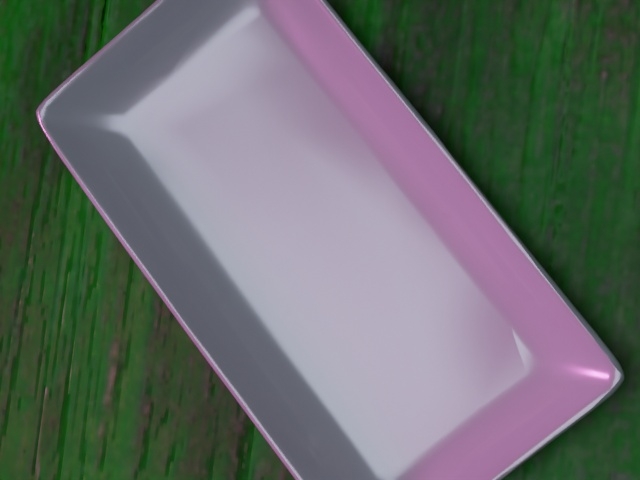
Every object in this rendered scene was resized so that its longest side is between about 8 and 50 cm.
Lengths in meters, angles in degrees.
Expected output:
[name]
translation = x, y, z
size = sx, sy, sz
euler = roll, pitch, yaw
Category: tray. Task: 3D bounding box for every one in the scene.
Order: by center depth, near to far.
[tray]
translation = 0.000, 0.000, 0.761
size = 0.145, 0.030, 0.270
euler = -40, 77, 12
